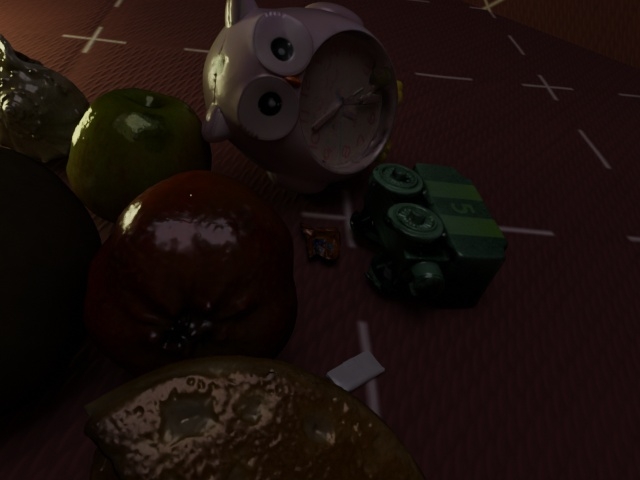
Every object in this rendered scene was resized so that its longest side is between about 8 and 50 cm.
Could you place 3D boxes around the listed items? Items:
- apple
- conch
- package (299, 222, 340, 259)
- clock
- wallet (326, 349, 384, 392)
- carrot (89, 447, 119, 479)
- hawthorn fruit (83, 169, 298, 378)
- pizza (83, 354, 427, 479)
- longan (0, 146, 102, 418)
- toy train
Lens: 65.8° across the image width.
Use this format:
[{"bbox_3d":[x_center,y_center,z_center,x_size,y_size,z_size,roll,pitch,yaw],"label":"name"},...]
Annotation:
[{"bbox_3d":[-0.321,-0.154,0.881,0.246,0.226,0.246,7,41,-6],"label":"apple"},{"bbox_3d":[-0.579,-0.279,0.980,0.186,0.263,0.324,-36,20,-13],"label":"conch"},{"bbox_3d":[0.001,-0.001,0.918,0.077,0.033,0.111,-4,39,-1],"label":"package"},{"bbox_3d":[-0.054,-0.283,0.963,0.376,0.369,0.250,6,10,-45],"label":"clock"},{"bbox_3d":[0.052,0.196,0.736,0.083,0.011,0.044,-21,51,-28],"label":"wallet"},{"bbox_3d":[-0.241,0.307,0.535,0.061,0.061,0.210,0,41,-10],"label":"carrot"},{"bbox_3d":[-0.163,0.043,0.686,0.286,0.287,0.330,2,22,-8],"label":"hawthorn fruit"},{"bbox_3d":[-0.056,0.269,0.525,0.408,0.114,0.278,16,68,-11],"label":"pizza"},{"bbox_3d":[-0.431,0.051,0.609,0.288,0.288,0.350,0,73,-10],"label":"longan"},{"bbox_3d":[0.190,-0.022,0.886,0.238,0.167,0.299,3,44,-15],"label":"toy train"}]
